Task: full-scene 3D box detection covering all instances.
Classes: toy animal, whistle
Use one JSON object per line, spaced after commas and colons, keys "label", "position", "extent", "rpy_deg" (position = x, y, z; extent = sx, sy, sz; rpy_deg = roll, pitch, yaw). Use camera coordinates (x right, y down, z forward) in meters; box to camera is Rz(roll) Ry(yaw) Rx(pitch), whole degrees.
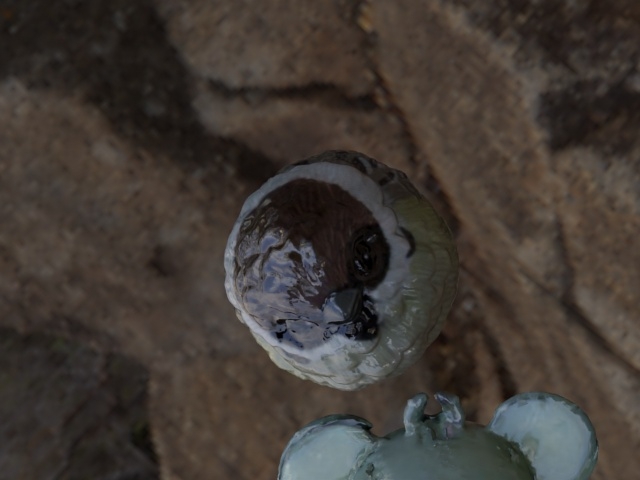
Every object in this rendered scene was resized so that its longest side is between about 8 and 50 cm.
{"label": "toy animal", "position": [0.000, 0.000, 0.747], "extent": [0.137, 0.098, 0.098], "rpy_deg": [-119, 9, -51]}
{"label": "whistle", "position": [0.051, 0.166, 0.646], "extent": [0.077, 0.114, 0.235], "rpy_deg": [-105, 8, -75]}
